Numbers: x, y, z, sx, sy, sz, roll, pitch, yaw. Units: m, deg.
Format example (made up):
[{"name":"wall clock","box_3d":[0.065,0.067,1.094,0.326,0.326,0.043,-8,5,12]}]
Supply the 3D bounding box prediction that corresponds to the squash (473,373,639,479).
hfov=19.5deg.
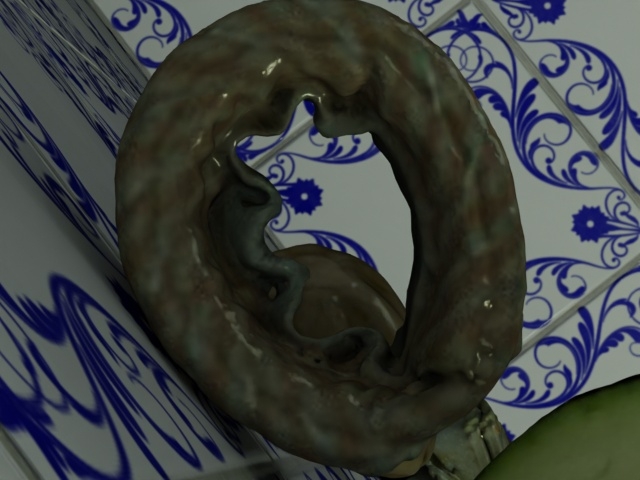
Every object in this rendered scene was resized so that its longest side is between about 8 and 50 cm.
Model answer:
[{"name":"squash","box_3d":[0.123,0.138,0.605,0.219,0.219,0.041,53,-3,47]}]

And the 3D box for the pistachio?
[{"name":"pistachio","box_3d":[0.016,0.086,1.274,0.185,0.126,0.108,55,43,-9]}]

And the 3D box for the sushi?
[{"name":"sushi","box_3d":[0.095,0.164,1.662,0.134,0.109,0.273,51,1,-15]}]

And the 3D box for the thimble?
[{"name":"thimble","box_3d":[0.002,-0.007,0.948,0.229,0.196,0.148,51,0,-2]}]
